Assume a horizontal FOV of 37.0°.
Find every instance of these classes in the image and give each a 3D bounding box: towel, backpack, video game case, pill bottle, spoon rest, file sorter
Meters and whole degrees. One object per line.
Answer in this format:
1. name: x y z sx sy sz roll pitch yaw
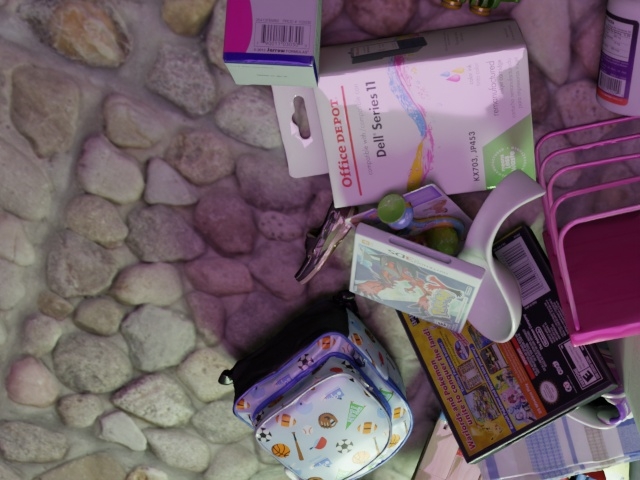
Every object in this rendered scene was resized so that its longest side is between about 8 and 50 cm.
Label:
1. towel: 0.373 0.270 1.515 0.285 0.034 0.209 -13 77 0
2. backpack: 0.019 0.261 1.533 0.276 0.213 0.263 -36 122 19
3. video game case: 0.267 0.154 1.429 0.248 0.275 0.035 -35 152 21
4. video game case: 0.132 0.058 1.369 0.183 0.023 0.201 21 156 9
5. pill bottle: 0.423 -0.268 1.243 0.108 0.108 0.193 1 120 4
6. spoon rest: 0.238 0.032 1.332 0.084 0.137 0.276 -22 137 -27
7. file sorter: 0.402 -0.029 1.280 0.202 0.291 0.182 -12 115 11

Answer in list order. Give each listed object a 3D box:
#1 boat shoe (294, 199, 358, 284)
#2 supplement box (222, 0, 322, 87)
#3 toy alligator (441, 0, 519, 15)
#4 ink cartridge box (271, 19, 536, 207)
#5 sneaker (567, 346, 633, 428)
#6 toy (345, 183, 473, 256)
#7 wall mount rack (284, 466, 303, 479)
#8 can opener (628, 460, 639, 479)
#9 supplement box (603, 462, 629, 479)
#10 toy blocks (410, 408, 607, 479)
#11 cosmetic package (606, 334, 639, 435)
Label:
1. boat shoe: 0.000 0.000 1.466 0.049 0.056 0.152 33 108 -8
2. supplement box: -0.053 -0.312 1.193 0.111 0.114 0.220 4 85 3
3. toy alligator: 0.172 -0.333 1.257 0.189 0.051 0.056 12 120 -2
4. ink cartridge box: 0.107 -0.167 1.319 0.353 0.119 0.207 -7 120 9
5. sneaker: 0.476 0.235 1.409 0.282 0.161 0.102 3 109 10
6. toy: 0.149 0.003 1.379 0.137 0.056 0.237 -23 149 20
7. wall mount rack: -0.005 0.521 1.703 0.304 0.130 0.350 3 145 46
8. can opener: 0.541 0.272 1.526 0.076 0.095 0.283 0 100 2
9. supplement box: 0.504 0.372 1.634 0.083 0.056 0.083 12 121 -2
10. toy blocks: 0.315 0.388 1.600 0.381 0.191 0.261 21 102 6
11. cosmetic package: 0.522 0.139 1.312 0.217 0.385 0.156 -4 121 4
